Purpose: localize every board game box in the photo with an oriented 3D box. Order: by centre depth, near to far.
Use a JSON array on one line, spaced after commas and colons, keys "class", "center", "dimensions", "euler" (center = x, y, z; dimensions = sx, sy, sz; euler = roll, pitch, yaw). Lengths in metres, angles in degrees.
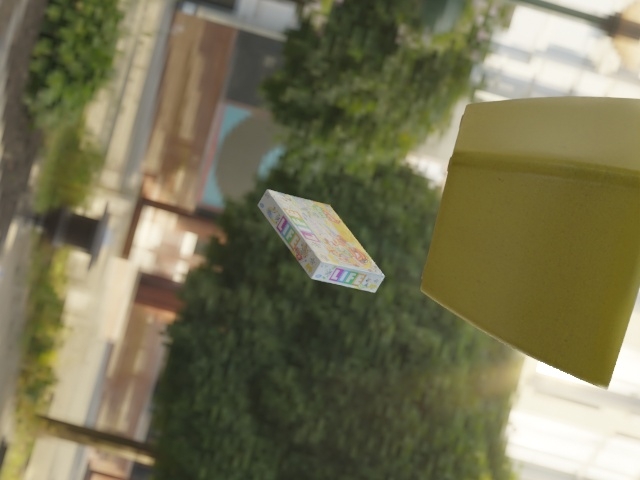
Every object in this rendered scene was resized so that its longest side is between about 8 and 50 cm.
[{"class": "board game box", "center": [0.000, 0.000, 1.899], "dimensions": [0.026, 0.103, 0.154], "euler": [-59, -137, 21]}]

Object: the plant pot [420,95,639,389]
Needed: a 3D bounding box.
[{"class": "plant pot", "center": [0.203, -0.021, 1.438], "dimensions": [0.212, 0.187, 0.212], "euler": [-65, 168, -63]}]
